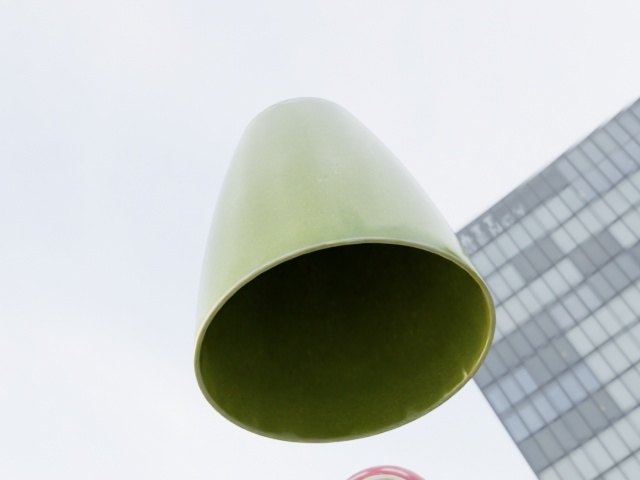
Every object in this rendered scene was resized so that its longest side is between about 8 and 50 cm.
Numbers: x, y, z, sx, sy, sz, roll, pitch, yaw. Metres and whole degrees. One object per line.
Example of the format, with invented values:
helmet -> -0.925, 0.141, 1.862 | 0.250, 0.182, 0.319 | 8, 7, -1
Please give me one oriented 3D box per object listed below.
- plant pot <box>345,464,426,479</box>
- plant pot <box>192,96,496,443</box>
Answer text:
plant pot -> 0.096, 0.415, 1.480 | 0.191, 0.191, 0.174 | -29, -27, -2
plant pot -> 0.000, 0.000, 1.051 | 0.274, 0.293, 0.275 | -6, -46, -7
